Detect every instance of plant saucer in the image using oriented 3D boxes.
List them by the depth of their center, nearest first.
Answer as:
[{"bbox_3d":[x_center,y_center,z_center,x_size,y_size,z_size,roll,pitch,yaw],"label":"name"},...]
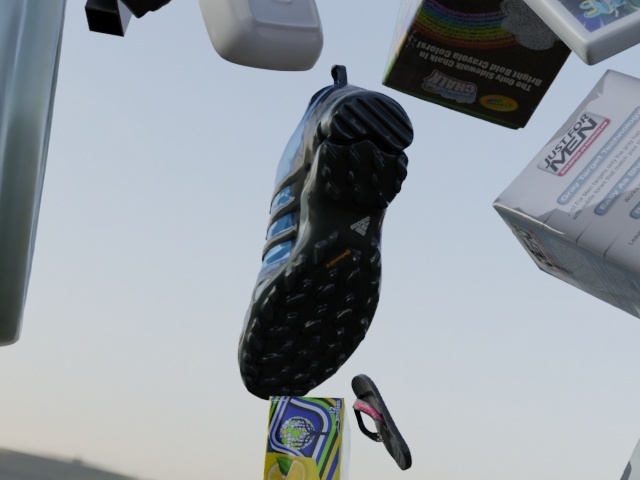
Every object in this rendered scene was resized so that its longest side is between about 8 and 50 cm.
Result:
[{"bbox_3d":[-0.198,-0.053,0.854,0.100,0.400,0.400,8,-12,-10],"label":"plant saucer"}]

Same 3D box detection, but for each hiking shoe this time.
[{"bbox_3d":[0.000,0.000,1.440,0.113,0.304,0.132,17,13,-20],"label":"hiking shoe"}]

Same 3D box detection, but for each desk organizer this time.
[{"bbox_3d":[-0.241,-0.290,1.767,0.047,0.050,0.130,11,-30,7],"label":"desk organizer"}]

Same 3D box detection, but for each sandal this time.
[{"bbox_3d":[0.075,0.253,2.211,0.040,0.179,0.067,-18,-47,-13],"label":"sandal"}]

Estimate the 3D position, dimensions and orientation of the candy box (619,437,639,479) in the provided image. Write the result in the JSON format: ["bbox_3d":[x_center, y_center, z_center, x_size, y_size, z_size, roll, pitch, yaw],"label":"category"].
[{"bbox_3d":[0.241,0.268,1.180,0.071,0.159,0.233,20,-23,22],"label":"candy box"}]

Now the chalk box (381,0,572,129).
[{"bbox_3d":[0.185,-0.259,1.777,0.180,0.179,0.289,18,-34,-7],"label":"chalk box"}]

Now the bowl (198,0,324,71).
[{"bbox_3d":[-0.059,-0.255,1.693,0.142,0.142,0.053,1,-25,-37],"label":"bowl"}]

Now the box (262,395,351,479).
[{"bbox_3d":[-0.012,0.192,1.057,0.054,0.169,0.059,0,-30,7],"label":"box"}]

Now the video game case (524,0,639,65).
[{"bbox_3d":[0.199,-0.204,1.000,0.183,0.201,0.023,-25,-45,-7],"label":"video game case"}]

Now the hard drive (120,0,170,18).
[{"bbox_3d":[-0.049,-0.362,1.437,0.339,0.237,0.064,-31,-56,16],"label":"hard drive"}]

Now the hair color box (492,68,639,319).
[{"bbox_3d":[0.350,-0.013,1.420,0.374,0.185,0.113,30,-15,51],"label":"hair color box"}]
